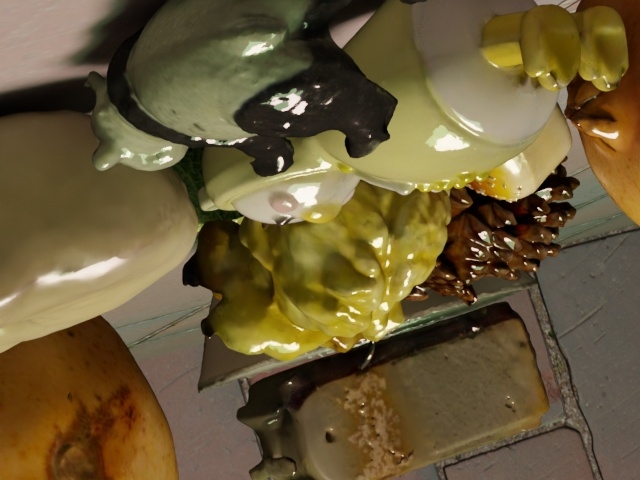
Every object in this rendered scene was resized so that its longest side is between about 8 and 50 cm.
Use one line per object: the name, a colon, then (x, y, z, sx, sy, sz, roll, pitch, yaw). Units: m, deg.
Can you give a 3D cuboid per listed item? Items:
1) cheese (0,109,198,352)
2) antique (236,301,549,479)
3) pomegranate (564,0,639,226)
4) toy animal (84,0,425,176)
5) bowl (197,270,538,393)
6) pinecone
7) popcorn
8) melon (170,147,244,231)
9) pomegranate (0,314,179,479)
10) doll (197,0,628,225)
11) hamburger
cheese: (-0.238, 0.023, 1.150, 0.328, 0.129, 0.351, -16, 173, -5)
antique: (0.058, 0.156, 1.741, 0.284, 0.125, 0.150, -14, 174, -39)
pomegranate: (0.254, -0.094, 1.151, 0.209, 0.209, 0.209, -17, 174, -2)
toy animal: (-0.044, -0.082, 0.949, 0.121, 0.094, 0.225, -3, 176, -30)
bowl: (0.024, 0.022, 1.781, 0.337, 0.157, 0.337, -17, 175, -2)
pinecone: (0.116, -0.032, 1.552, 0.195, 0.150, 0.179, -21, 156, 18)
popcorn: (0.005, 0.005, 1.270, 0.173, 0.168, 0.195, 9, 120, -38)
melon: (-0.077, -0.037, 1.421, 0.118, 0.064, 0.209, -19, 176, 5)
pomegranate: (-0.319, 0.204, 1.487, 0.417, 0.416, 0.416, -17, 174, -2)
doll: (0.036, -0.067, 1.080, 0.296, 0.117, 0.141, -32, 169, 40)
hamburger: (0.093, -0.084, 1.190, 0.081, 0.141, 0.126, -35, 145, -3)
